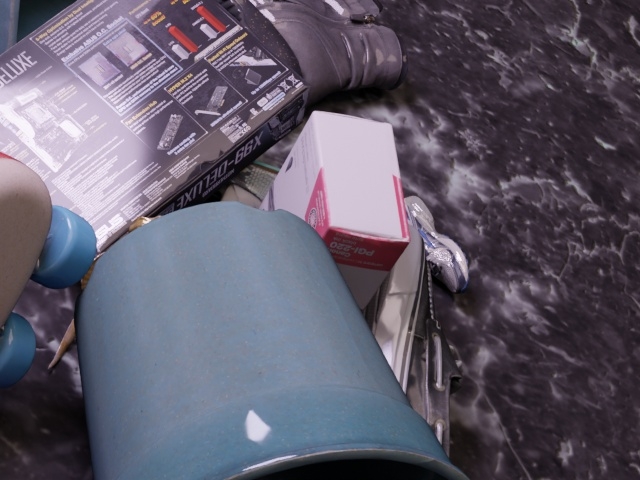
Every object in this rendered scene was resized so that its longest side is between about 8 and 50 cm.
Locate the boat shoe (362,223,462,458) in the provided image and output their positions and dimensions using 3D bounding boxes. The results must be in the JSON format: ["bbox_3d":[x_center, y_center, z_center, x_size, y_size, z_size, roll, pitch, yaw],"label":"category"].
[{"bbox_3d":[0.083,0.138,1.818,0.119,0.121,0.335,21,56,-20],"label":"boat shoe"}]

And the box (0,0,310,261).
[{"bbox_3d":[-0.202,-0.134,1.851,0.242,0.076,0.307,42,64,14],"label":"box"}]

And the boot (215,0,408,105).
[{"bbox_3d":[-0.058,-0.296,2.119,0.222,0.118,0.338,-19,74,-40],"label":"boot"}]

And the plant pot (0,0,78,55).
[{"bbox_3d":[-0.313,-0.378,1.965,0.247,0.248,0.252,-25,51,-39],"label":"plant pot"}]

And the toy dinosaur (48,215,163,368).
[{"bbox_3d":[-0.208,0.049,1.757,0.053,0.183,0.092,35,0,36],"label":"toy dinosaur"}]

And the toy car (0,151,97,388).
[{"bbox_3d":[-0.370,-0.010,1.600,0.238,0.210,0.219,30,-1,38],"label":"toy car"}]

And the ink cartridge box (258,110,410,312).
[{"bbox_3d":[0.000,0.000,1.804,0.092,0.218,0.159,9,49,-19],"label":"ink cartridge box"}]

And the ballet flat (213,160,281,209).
[{"bbox_3d":[-0.119,-0.063,1.911,0.221,0.077,0.079,25,64,1],"label":"ballet flat"}]

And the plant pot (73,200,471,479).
[{"bbox_3d":[-0.064,0.166,1.578,0.341,0.341,0.334,3,43,-24],"label":"plant pot"}]

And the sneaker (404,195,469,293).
[{"bbox_3d":[0.112,0.013,1.976,0.058,0.052,0.135,-21,56,-27],"label":"sneaker"}]
